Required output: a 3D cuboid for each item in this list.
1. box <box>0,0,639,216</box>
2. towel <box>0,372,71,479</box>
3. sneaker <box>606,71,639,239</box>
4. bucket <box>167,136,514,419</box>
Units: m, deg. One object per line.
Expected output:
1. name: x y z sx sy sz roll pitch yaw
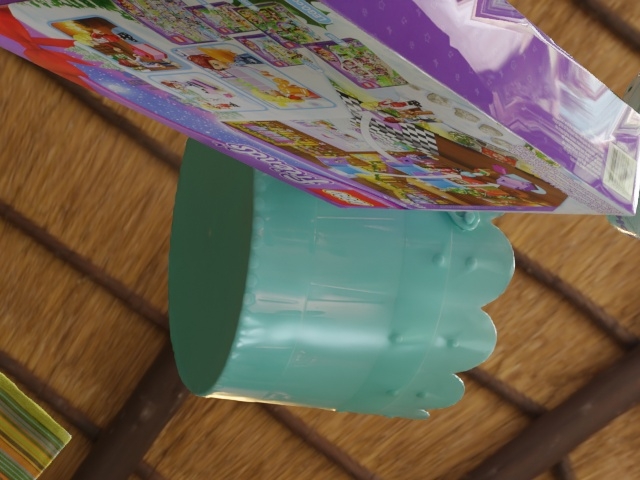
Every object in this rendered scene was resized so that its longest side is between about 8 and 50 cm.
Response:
1. box: 0.002 -0.080 0.522 0.293 0.201 0.057 23 -106 -48
2. towel: -0.322 0.221 0.909 0.102 0.021 0.237 39 -120 -1
3. sneaker: 0.274 -0.138 0.781 0.114 0.152 0.305 23 -103 -21
4. bucket: 0.000 0.000 0.823 0.183 0.281 0.281 6 -121 -21
